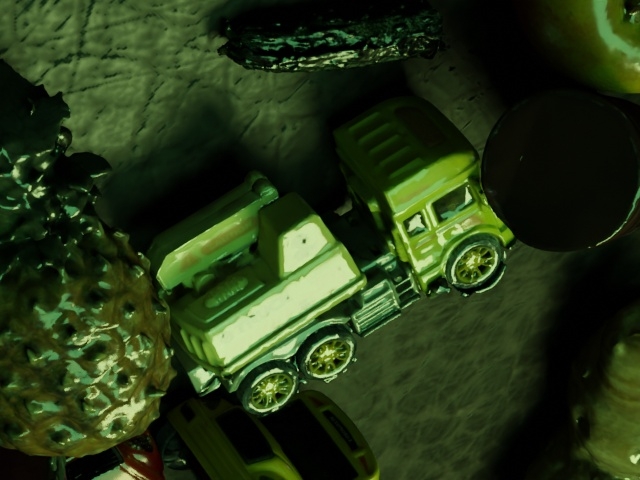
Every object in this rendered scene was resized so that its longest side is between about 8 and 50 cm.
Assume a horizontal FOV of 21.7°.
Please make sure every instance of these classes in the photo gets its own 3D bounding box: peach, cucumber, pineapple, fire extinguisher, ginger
[{"bbox_3d":[0.233,-0.201,1.230,0.190,0.192,0.190,3,115,6],"label":"peach"},{"bbox_3d":[0.013,-0.142,1.177,0.181,0.053,0.053,-11,132,-25],"label":"cucumber"},{"bbox_3d":[-0.189,0.004,1.109,0.158,0.158,0.278,-21,123,-19],"label":"pineapple"},{"bbox_3d":[0.203,-0.049,1.276,0.135,0.114,0.337,-41,171,16],"label":"fire extinguisher"},{"bbox_3d":[0.302,0.189,1.594,0.256,0.176,0.375,-33,140,-33],"label":"ginger"}]

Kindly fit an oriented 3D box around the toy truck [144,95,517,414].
[{"bbox_3d":[0.000,0.000,1.237,0.272,0.124,0.157,-30,136,-7],"label":"toy truck"}]

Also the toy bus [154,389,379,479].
[{"bbox_3d":[-0.016,0.240,1.425,0.151,0.145,0.331,-33,141,-9],"label":"toy bus"}]

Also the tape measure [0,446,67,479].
[{"bbox_3d":[-0.285,0.259,1.208,0.232,0.149,0.245,-10,118,-4],"label":"tape measure"}]

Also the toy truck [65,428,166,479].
[{"bbox_3d":[-0.153,0.257,1.361,0.107,0.114,0.252,-26,138,-12],"label":"toy truck"}]
